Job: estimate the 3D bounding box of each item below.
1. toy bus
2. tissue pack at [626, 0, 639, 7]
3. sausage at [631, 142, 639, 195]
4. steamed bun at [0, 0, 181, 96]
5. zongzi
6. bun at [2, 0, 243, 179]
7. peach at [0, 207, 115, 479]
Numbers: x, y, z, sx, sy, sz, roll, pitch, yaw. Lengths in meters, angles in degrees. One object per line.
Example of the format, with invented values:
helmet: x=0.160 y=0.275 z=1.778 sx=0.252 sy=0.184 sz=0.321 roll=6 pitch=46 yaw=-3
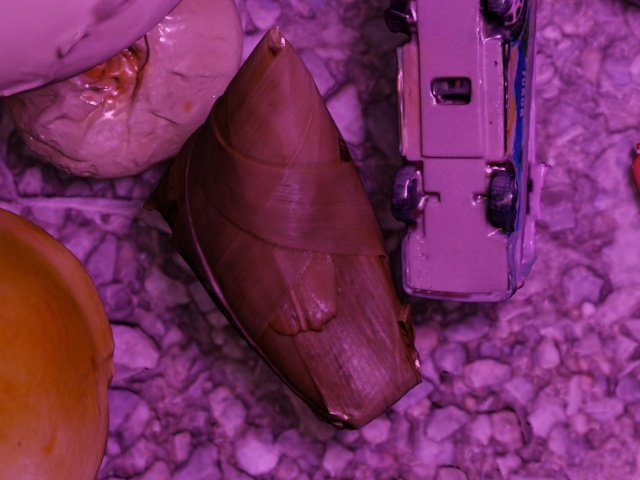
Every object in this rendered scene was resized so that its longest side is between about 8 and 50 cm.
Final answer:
toy bus: x=0.121 y=-0.116 z=1.319 sx=0.112 sy=0.138 sz=0.317 roll=5 pitch=101 yaw=23
tissue pack: x=0.251 y=-0.258 z=1.362 sx=0.156 sy=0.051 sz=0.112 roll=27 pitch=91 yaw=8
sausage: x=0.302 y=0.039 z=1.362 sx=0.034 sy=0.034 sz=0.253 roll=-18 pitch=87 yaw=8
steamed bun: x=-0.256 y=-0.297 z=1.282 sx=0.374 sy=0.241 sz=0.374 roll=-16 pitch=49 yaw=19
zongzi: x=0.000 y=0.000 z=1.284 sx=0.145 sy=0.300 sz=0.274 roll=-34 pitch=85 yaw=-22
bun: x=-0.172 y=-0.159 z=1.388 sx=0.222 sy=0.127 sz=0.222 roll=0 pitch=88 yaw=7
peach: x=-0.325 y=0.121 z=1.336 sx=0.314 sy=0.281 sz=0.316 roll=-11 pitch=97 yaw=3
